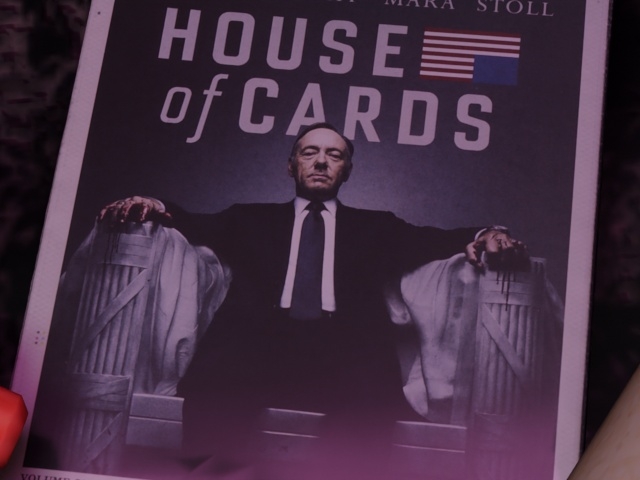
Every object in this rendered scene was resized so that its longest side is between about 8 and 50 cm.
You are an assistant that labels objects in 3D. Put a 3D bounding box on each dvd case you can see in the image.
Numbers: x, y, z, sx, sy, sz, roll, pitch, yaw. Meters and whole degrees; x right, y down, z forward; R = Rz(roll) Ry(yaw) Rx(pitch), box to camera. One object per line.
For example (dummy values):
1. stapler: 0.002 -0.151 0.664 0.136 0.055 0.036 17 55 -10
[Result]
1. dvd case: 0.000 0.000 0.581 0.179 0.029 0.239 5 66 6

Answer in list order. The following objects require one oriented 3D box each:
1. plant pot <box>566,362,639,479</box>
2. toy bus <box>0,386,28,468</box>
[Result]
1. plant pot: 0.195 0.068 0.400 0.334 0.334 0.305 39 84 19
2. toy bus: -0.186 0.013 0.528 0.211 0.149 0.220 19 47 -8
